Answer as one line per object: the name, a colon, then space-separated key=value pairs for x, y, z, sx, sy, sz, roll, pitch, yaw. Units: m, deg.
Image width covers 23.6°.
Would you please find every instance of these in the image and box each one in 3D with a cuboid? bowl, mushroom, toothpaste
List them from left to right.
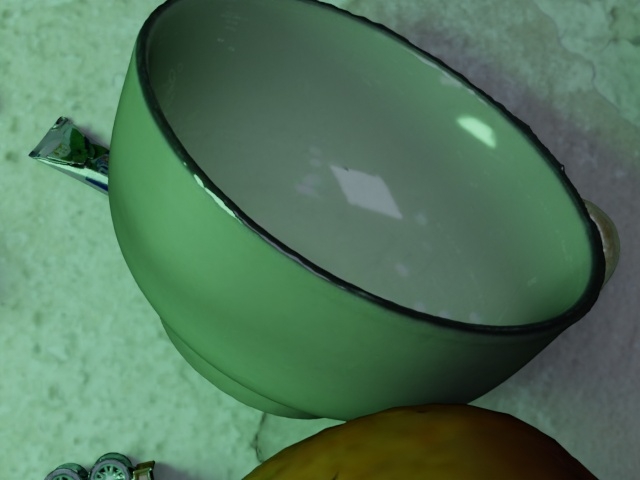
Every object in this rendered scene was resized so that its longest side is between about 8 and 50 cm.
toothpaste: x=-0.144 y=-0.040 z=1.184 sx=0.170 sy=0.028 sz=0.045 roll=30 pitch=67 yaw=9
bowl: x=0.000 y=0.000 z=1.062 sx=0.354 sy=0.354 sz=0.185 roll=37 pitch=122 yaw=8
mushroom: x=0.185 y=0.006 z=1.157 sx=0.084 sy=0.067 sz=0.083 roll=1 pitch=82 yaw=-5

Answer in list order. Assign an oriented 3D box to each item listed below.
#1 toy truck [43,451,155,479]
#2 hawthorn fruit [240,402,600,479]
toy truck: x=-0.197 y=0.222 z=1.095 sx=0.178 sy=0.080 sz=0.115 roll=-12 pitch=86 yaw=-5
hawthorn fruit: x=0.050 y=0.347 z=0.903 sx=0.472 sy=0.472 sz=0.471 roll=0 pitch=76 yaw=-1
